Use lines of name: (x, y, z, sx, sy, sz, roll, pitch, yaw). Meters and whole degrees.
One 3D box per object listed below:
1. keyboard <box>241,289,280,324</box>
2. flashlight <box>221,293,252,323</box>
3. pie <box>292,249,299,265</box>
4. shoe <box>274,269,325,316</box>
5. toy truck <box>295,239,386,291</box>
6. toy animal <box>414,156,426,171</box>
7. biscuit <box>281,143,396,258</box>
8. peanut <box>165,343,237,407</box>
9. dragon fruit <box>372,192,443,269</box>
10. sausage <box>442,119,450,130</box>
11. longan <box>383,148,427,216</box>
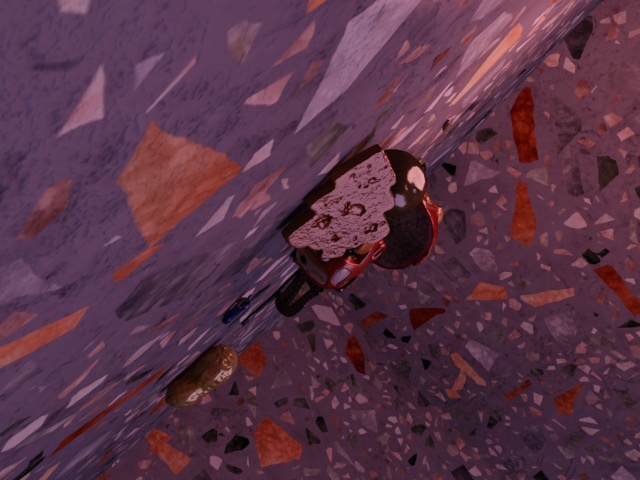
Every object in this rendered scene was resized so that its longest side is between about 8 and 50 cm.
keyboard: (-0.240, 0.272, 2.190, 0.204, 0.013, 0.061, -41, 173, -13)
flashlight: (-0.247, 0.201, 1.588, 0.121, 0.035, 0.057, -41, -160, 20)
pie: (0.000, 0.000, 1.683, 0.219, 0.054, 0.204, -45, 174, 14)
shoe: (-0.041, 0.161, 2.215, 0.336, 0.132, 0.171, -48, -178, 19)
toy truck: (0.039, 0.007, 1.425, 0.265, 0.189, 0.239, -46, 164, 12)
toy animal: (0.294, -0.219, 1.926, 0.121, 0.094, 0.225, -50, 176, -26)
biscuit: (0.067, -0.082, 1.192, 0.284, 0.043, 0.306, -1, 132, -32)
peanut: (-0.442, 0.508, 2.018, 0.306, 0.147, 0.147, -38, 174, -3)
dragon fruit: (0.255, -0.070, 1.767, 0.305, 0.305, 0.226, -46, 176, 28)
sausage: (0.444, -0.406, 1.913, 0.015, 0.015, 0.100, -43, 174, -4)
longan: (0.175, -0.141, 1.338, 0.167, 0.167, 0.187, -46, 169, 23)
